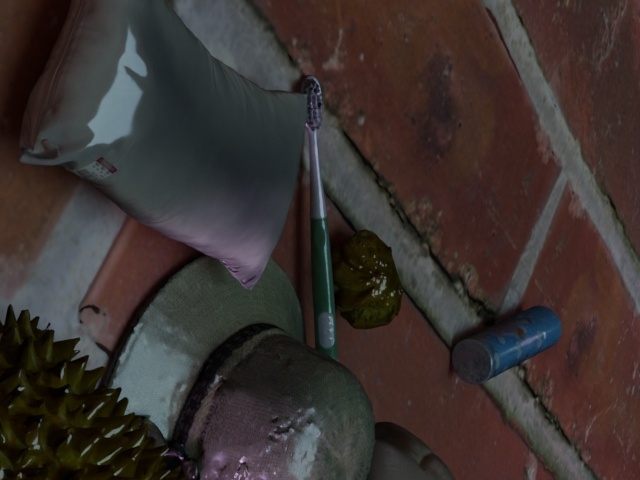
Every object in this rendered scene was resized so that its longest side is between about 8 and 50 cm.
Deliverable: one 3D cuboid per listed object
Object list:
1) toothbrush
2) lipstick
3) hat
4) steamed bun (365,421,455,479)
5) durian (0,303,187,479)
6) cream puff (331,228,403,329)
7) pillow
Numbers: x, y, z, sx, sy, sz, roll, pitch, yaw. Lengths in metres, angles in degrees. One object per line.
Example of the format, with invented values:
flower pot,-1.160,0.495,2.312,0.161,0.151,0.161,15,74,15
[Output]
toothbrush,0.000,0.000,1.089,0.024,0.018,0.257,-114,-160,-68
lipstick,0.189,0.104,1.422,0.158,0.048,0.048,-16,116,-54
hat,-0.034,0.139,1.004,0.257,0.130,0.257,-27,124,-50
steamed bun,0.068,0.258,1.130,0.211,0.144,0.218,-150,-117,-77
durian,-0.182,0.172,0.688,0.293,0.258,0.258,-59,145,-35
cream puff,0.039,0.032,1.143,0.083,0.058,0.083,-33,127,-51
pillow,-0.083,-0.072,0.889,0.254,0.078,0.144,34,66,-56
